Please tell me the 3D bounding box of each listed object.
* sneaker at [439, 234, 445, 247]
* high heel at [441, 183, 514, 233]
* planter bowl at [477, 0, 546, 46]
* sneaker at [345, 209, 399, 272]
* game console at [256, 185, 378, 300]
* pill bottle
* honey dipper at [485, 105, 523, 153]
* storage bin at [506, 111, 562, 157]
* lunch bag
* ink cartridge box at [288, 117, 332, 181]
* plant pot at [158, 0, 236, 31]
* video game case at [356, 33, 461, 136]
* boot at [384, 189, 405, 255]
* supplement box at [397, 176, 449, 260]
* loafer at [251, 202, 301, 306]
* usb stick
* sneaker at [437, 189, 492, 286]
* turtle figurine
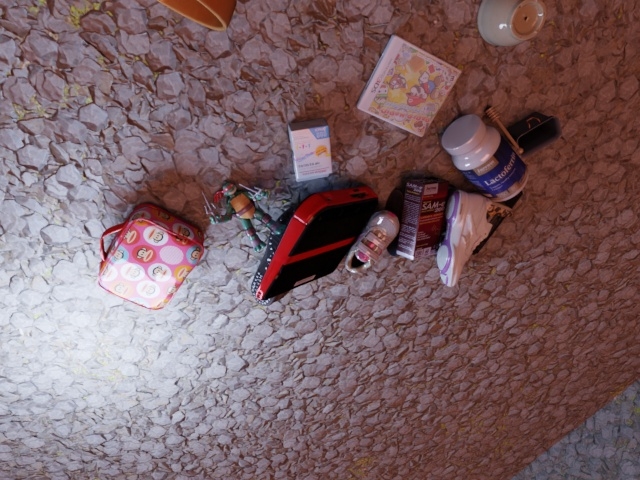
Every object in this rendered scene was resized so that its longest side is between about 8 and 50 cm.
[{"bbox_3d":[0.477,0.044,1.580,0.132,0.086,0.228,-22,146,0],"label":"sneaker"},{"bbox_3d":[0.484,-0.067,1.521,0.262,0.093,0.186,16,114,-7],"label":"high heel"},{"bbox_3d":[0.500,-0.571,1.180,0.162,0.109,0.161,-7,125,-9],"label":"planter bowl"},{"bbox_3d":[0.160,0.017,1.453,0.103,0.111,0.252,31,125,2],"label":"sneaker"},{"bbox_3d":[0.000,0.000,1.342,0.387,0.060,0.341,-15,143,-55],"label":"game console"},{"bbox_3d":[0.485,-0.243,1.372,0.265,0.153,0.153,35,109,-31],"label":"pill bottle"},{"bbox_3d":[0.538,-0.318,1.346,0.031,0.030,0.160,-35,80,10],"label":"honey dipper"},{"bbox_3d":[0.628,-0.328,1.388,0.135,0.091,0.098,-31,125,7],"label":"storage bin"},{"bbox_3d":[-0.505,0.047,1.333,0.258,0.120,0.293,30,113,-29],"label":"lunch bag"},{"bbox_3d":[-0.025,-0.239,1.298,0.105,0.061,0.181,-11,126,-7],"label":"ink cartridge box"},{"bbox_3d":[-0.269,-0.577,0.892,0.291,0.291,0.203,25,98,-28],"label":"plant pot"},{"bbox_3d":[0.242,-0.416,1.269,0.227,0.026,0.206,17,118,-24],"label":"video game case"},{"bbox_3d":[0.269,-0.064,1.503,0.106,0.082,0.219,-17,118,-36],"label":"boot"},{"bbox_3d":[0.318,-0.070,1.436,0.130,0.073,0.239,-12,114,-38],"label":"supplement box"},{"bbox_3d":[-0.096,0.039,1.451,0.130,0.134,0.365,-6,133,-57],"label":"loafer"},{"bbox_3d":[0.583,-0.069,1.581,0.077,0.045,0.277,15,118,-28],"label":"usb stick"},{"bbox_3d":[0.451,0.002,1.426,0.152,0.114,0.304,6,104,-10],"label":"sneaker"},{"bbox_3d":[-0.215,-0.090,1.316,0.175,0.118,0.234,-36,111,7],"label":"turtle figurine"}]
